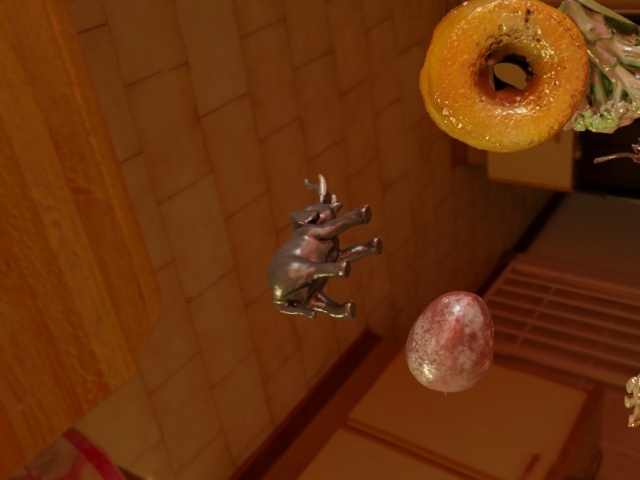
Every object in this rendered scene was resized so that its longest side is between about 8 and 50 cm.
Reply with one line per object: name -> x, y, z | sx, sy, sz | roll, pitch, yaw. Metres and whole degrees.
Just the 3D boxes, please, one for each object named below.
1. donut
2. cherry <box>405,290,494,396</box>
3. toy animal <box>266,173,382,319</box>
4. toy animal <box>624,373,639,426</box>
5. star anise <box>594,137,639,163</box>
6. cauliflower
donut -> 0.276, -0.247, 1.033 | 0.118, 0.253, 0.254 | -45, 140, -73
cherry -> 0.314, 0.258, 1.674 | 0.236, 0.212, 0.286 | -65, 162, -68
toy animal -> 0.009, -0.003, 0.912 | 0.270, 0.137, 0.082 | -75, 148, -43
toy animal -> 0.813, 0.358, 1.589 | 0.184, 0.185, 0.104 | 73, 23, -49
star anise -> 0.800, -0.186, 1.725 | 0.148, 0.218, 0.227 | -68, 160, -2
cauliflower -> 0.462, -0.321, 1.161 | 0.315, 0.238, 0.257 | 48, 32, -24
